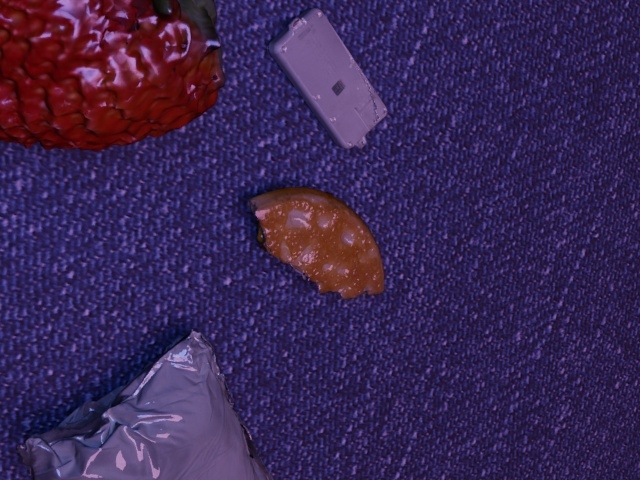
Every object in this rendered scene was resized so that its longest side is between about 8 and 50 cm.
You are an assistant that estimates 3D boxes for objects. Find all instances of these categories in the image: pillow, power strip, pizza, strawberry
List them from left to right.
[{"bbox_3d":[-0.271,-0.235,0.870,0.351,0.267,0.312,-11,106,8],"label":"strawberry"},{"bbox_3d":[-0.199,0.290,1.128,0.283,0.138,0.310,-31,119,-28],"label":"pillow"},{"bbox_3d":[-0.002,0.000,1.194,0.246,0.058,0.127,20,93,-34],"label":"pizza"},{"bbox_3d":[0.013,-0.204,1.156,0.081,0.035,0.192,-45,121,-11],"label":"power strip"}]
